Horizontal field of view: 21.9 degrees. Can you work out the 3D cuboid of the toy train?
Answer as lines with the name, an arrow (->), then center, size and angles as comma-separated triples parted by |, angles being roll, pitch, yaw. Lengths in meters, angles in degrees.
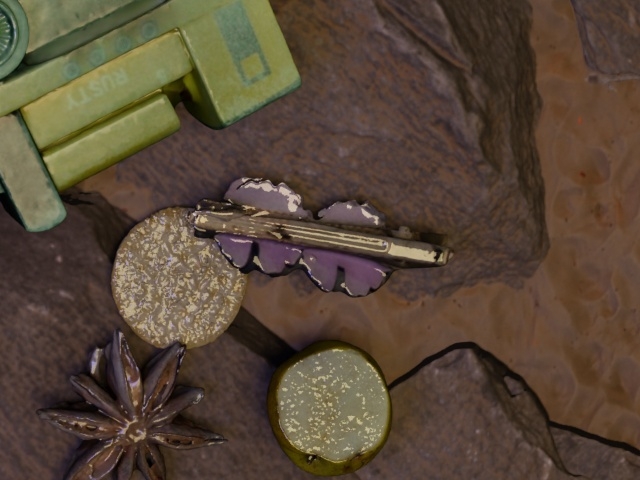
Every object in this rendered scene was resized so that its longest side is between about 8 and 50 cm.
toy train -> -0.212, -0.181, 1.561 | 0.397, 0.160, 0.253 | -29, 112, -16

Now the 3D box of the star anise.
star anise -> -0.195, 0.190, 1.682 | 0.195, 0.065, 0.182 | -44, 114, -12

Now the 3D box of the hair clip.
hair clip -> 0.000, 0.000, 1.702 | 0.292, 0.084, 0.106 | 9, 91, -19

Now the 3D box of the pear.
pear -> 0.005, 0.177, 1.726 | 0.141, 0.104, 0.141 | 4, 74, -15

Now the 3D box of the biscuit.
biscuit -> -0.144, 0.039, 1.693 | 0.152, 0.020, 0.152 | -2, 97, -21
